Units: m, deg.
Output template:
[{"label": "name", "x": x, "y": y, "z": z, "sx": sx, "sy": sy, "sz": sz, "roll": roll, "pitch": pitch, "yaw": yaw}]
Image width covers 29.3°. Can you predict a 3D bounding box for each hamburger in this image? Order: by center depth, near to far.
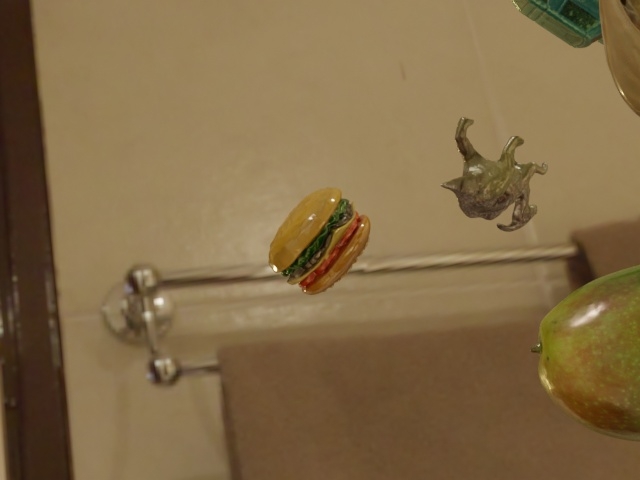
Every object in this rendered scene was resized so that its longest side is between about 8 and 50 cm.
[{"label": "hamburger", "x": 0.000, "y": 0.000, "z": 1.788, "sx": 0.115, "sy": 0.162, "sz": 0.162, "roll": 38, "pitch": -42, "yaw": -9}]

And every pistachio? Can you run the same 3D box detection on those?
[{"label": "pistachio", "x": 0.442, "y": -0.267, "z": 1.622, "sx": 0.138, "sy": 0.237, "sz": 0.153, "roll": -19, "pitch": 14, "yaw": -9}]

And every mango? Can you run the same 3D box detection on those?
[{"label": "mango", "x": 0.465, "y": 0.133, "z": 1.564, "sx": 0.382, "sy": 0.225, "sz": 0.201, "roll": -12, "pitch": -31, "yaw": -2}]

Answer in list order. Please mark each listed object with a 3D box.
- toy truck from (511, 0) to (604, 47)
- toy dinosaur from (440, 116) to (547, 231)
[{"label": "toy truck", "x": 0.463, "y": -0.428, "z": 2.136, "sx": 0.279, "sy": 0.156, "sz": 0.155, "roll": 34, "pitch": 0, "yaw": -1}, {"label": "toy dinosaur", "x": 0.314, "y": -0.108, "z": 2.173, "sx": 0.294, "sy": 0.162, "sz": 0.077, "roll": 19, "pitch": 3, "yaw": -37}]
